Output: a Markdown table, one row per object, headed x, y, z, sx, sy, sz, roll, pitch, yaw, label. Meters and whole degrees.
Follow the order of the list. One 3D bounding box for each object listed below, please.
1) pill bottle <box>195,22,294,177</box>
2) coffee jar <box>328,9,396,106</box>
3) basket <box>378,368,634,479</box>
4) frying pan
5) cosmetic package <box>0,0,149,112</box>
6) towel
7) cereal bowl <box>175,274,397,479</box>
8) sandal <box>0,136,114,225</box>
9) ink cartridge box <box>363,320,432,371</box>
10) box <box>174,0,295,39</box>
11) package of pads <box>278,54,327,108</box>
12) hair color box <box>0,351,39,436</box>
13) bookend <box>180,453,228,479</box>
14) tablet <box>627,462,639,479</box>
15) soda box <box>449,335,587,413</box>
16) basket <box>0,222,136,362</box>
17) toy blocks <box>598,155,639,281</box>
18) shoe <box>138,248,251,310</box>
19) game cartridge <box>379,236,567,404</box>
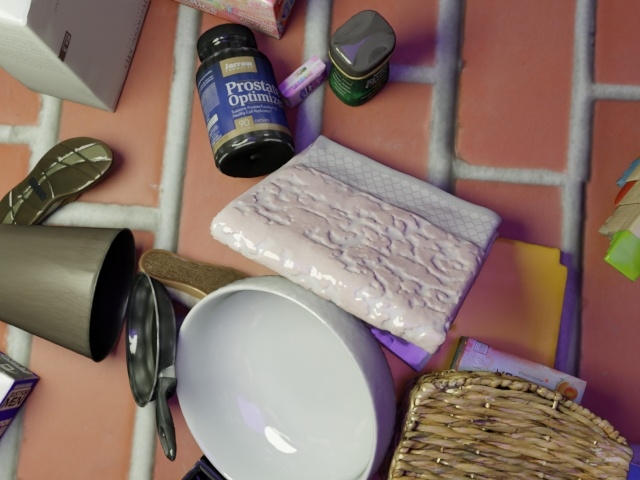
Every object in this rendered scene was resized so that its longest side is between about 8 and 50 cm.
| x | y | z | sx | sy | sz | roll | pitch | yaw | label |
| --- | --- | --- | --- | --- | --- | --- | --- | --- | --- |
| -0.122 | -0.215 | 1.194 | 0.123 | 0.123 | 0.219 | -16 | 70 | -1 | pill bottle |
| 0.061 | -0.271 | 1.175 | 0.096 | 0.184 | 0.079 | -41 | 84 | -4 | coffee jar |
| 0.245 | 0.294 | 1.087 | 0.299 | 0.223 | 0.213 | 15 | 82 | 4 | basket |
| -0.222 | 0.151 | 1.080 | 0.053 | 0.326 | 0.197 | 1 | 97 | -27 | frying pan |
| -0.379 | -0.342 | 1.092 | 0.156 | 0.385 | 0.217 | 16 | 86 | 4 | cosmetic package |
| 0.066 | -0.015 | 1.087 | 0.332 | 0.317 | 0.053 | 27 | 129 | 13 | towel |
| -0.037 | 0.201 | 1.100 | 0.339 | 0.141 | 0.338 | 10 | 111 | 29 | cereal bowl |
| -0.412 | -0.083 | 1.228 | 0.219 | 0.060 | 0.090 | -40 | 78 | 11 | sandal |
| 0.117 | 0.135 | 1.155 | 0.115 | 0.029 | 0.062 | 37 | 85 | 5 | ink cartridge box |
| -0.180 | -0.453 | 1.222 | 0.300 | 0.142 | 0.154 | 22 | 85 | 3 | box |
| -0.028 | -0.252 | 1.241 | 0.083 | 0.050 | 0.032 | -42 | 79 | -4 | package of pads |
| -0.599 | 0.299 | 1.155 | 0.185 | 0.110 | 0.338 | 32 | 86 | 6 | hair color box |
| -0.169 | 0.426 | 1.149 | 0.156 | 0.072 | 0.157 | 43 | 86 | 5 | bookend |
| 0.480 | 0.368 | 1.180 | 0.083 | 0.006 | 0.054 | 18 | 84 | 4 | tablet |
| 0.284 | 0.197 | 1.132 | 0.183 | 0.063 | 0.058 | 21 | 86 | 2 | soda box |
| -0.414 | 0.056 | 1.163 | 0.227 | 0.154 | 0.204 | 13 | 97 | 6 | basket |
| 0.528 | -0.097 | 1.123 | 0.191 | 0.261 | 0.381 | 37 | 92 | 3 | toy blocks |
| -0.175 | 0.076 | 1.206 | 0.219 | 0.058 | 0.076 | 23 | 53 | -1 | shoe |
| 0.200 | 0.125 | 1.197 | 0.324 | 0.052 | 0.285 | 11 | 83 | 0 | game cartridge |
